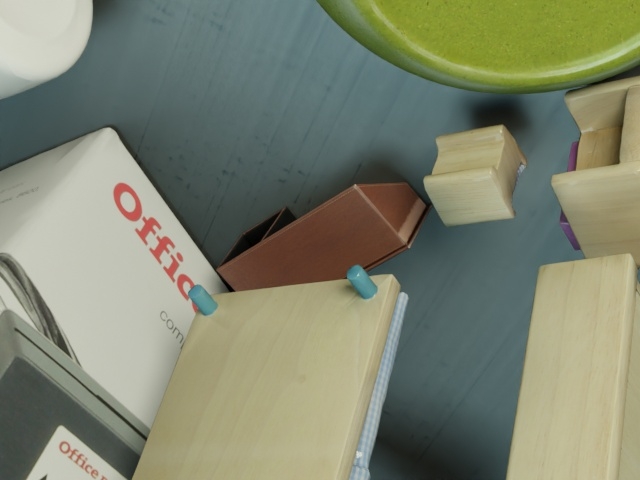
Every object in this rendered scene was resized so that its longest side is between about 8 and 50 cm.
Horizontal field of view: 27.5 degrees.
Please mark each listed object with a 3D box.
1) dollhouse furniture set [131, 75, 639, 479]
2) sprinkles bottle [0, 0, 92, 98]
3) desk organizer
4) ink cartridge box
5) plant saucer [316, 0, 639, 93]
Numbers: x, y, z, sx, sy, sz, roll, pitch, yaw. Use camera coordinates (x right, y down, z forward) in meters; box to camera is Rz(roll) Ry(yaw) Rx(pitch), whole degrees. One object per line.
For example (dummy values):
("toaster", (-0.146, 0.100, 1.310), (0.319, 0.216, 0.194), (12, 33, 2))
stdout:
("dollhouse furniture set", (0.055, 0.102, 0.718), (0.303, 0.286, 0.198), (-9, 136, 30))
("sprinkles bottle", (-0.306, -0.109, 0.802), (0.355, 0.121, 0.121), (-15, 119, 32))
("desk organizer", (0.000, 0.000, 0.804), (0.130, 0.047, 0.050), (-30, 107, 38))
("ink cartridge box", (-0.182, 0.162, 0.779), (0.166, 0.395, 0.285), (-19, 117, 31))
("plant saucer", (0.098, -0.154, 0.596), (0.240, 0.037, 0.241), (1, 134, 1))
